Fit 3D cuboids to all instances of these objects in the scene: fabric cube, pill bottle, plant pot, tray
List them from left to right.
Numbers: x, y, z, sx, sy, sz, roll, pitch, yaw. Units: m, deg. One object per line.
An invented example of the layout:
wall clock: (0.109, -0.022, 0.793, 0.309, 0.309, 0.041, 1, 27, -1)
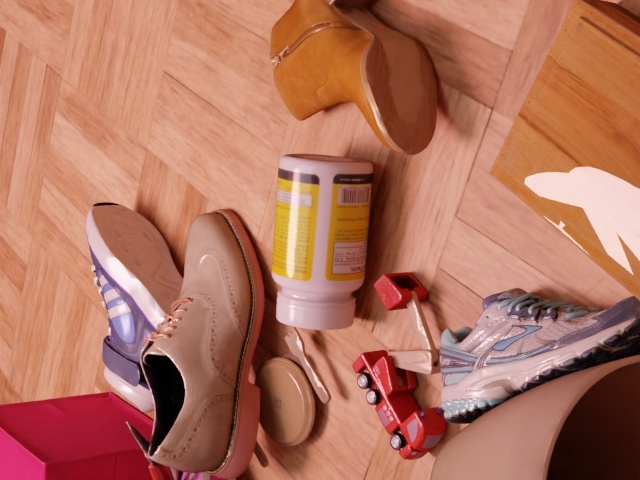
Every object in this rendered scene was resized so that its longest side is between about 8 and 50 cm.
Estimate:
fabric cube: (-0.402, 0.419, 1.728, 0.254, 0.259, 0.258, 18, 104, 49)
pill bottle: (0.000, 0.000, 1.325, 0.119, 0.119, 0.209, 14, 103, 49)
plant pot: (0.226, 0.242, 1.001, 0.274, 0.256, 0.257, -18, 79, 62)
tray: (0.343, -0.034, 0.950, 0.411, 0.076, 0.203, 46, 126, 37)

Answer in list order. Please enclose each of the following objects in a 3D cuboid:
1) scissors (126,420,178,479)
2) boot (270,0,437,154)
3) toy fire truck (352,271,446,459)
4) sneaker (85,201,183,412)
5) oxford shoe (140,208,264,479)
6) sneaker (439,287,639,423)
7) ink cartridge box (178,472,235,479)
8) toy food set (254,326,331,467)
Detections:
scissors: (-0.236, 0.293, 1.483, 0.297, 0.021, 0.109, 81, -174, -48)
boot: (0.030, -0.194, 1.305, 0.211, 0.104, 0.295, -41, 57, 49)
toy fire truck: (0.104, 0.149, 1.267, 0.135, 0.047, 0.192, -52, 56, 37)
sneaker: (-0.317, 0.122, 1.700, 0.323, 0.130, 0.236, 49, 124, 29)
oxford shoe: (-0.171, 0.127, 1.480, 0.140, 0.146, 0.397, -37, 49, 46)
sneaker: (0.217, 0.098, 1.085, 0.283, 0.110, 0.122, -32, 61, 44)
ink cartridge box: (-0.182, 0.477, 1.483, 0.371, 0.069, 0.176, -94, 28, -50)
toy food set: (-0.047, 0.217, 1.461, 0.192, 0.038, 0.132, -50, 60, 37)
